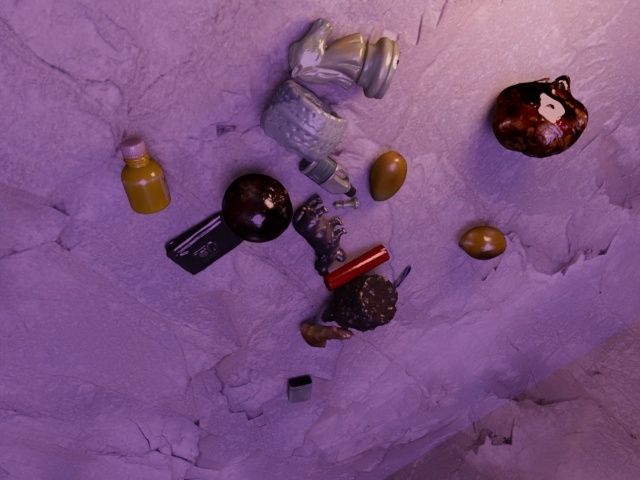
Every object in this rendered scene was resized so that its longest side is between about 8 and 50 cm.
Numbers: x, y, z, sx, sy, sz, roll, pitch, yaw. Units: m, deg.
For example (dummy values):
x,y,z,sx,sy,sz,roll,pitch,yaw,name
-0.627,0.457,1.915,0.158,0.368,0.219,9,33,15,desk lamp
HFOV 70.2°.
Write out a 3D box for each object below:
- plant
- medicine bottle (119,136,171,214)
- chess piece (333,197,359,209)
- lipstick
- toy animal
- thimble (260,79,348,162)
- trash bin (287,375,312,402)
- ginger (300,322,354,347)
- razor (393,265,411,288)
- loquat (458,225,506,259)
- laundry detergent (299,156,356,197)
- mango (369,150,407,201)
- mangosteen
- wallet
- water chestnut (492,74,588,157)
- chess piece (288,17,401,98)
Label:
x,y,z,sx,sy,sz,roll,pitch,yaw,name
0.144,0.261,1.857,0.215,0.213,0.312,19,157,-28,plant
-0.526,-0.194,1.345,0.122,0.121,0.212,-11,128,-10,medicine bottle
0.092,-0.129,1.649,0.093,0.042,0.042,-6,127,-8,chess piece
0.142,0.106,1.775,0.280,0.073,0.073,-27,131,-17,lipstick
0.017,-0.004,1.677,0.169,0.106,0.343,-25,132,0,toy animal
-0.045,-0.339,1.340,0.250,0.204,0.172,22,117,-36,thimble
-0.100,0.721,2.205,0.116,0.059,0.129,-6,128,-13,trash bin
0.021,0.397,1.895,0.086,0.295,0.131,-44,109,-38,ginger
0.344,0.170,1.959,0.044,0.028,0.154,23,116,-30,razor
0.666,0.011,1.873,0.195,0.152,0.152,-9,128,-8,loquat
0.038,-0.215,1.546,0.226,0.070,0.099,32,104,-33,laundry detergent
0.232,-0.221,1.592,0.130,0.091,0.194,8,127,-25,mango
-0.220,-0.083,1.482,0.232,0.231,0.289,14,143,-26,mangosteen
-0.400,0.015,1.593,0.245,0.052,0.168,-33,132,4,wallet
0.721,-0.409,1.504,0.289,0.289,0.244,-8,123,-12,water chestnut
0.059,-0.518,1.296,0.299,0.175,0.175,10,122,-9,chess piece
